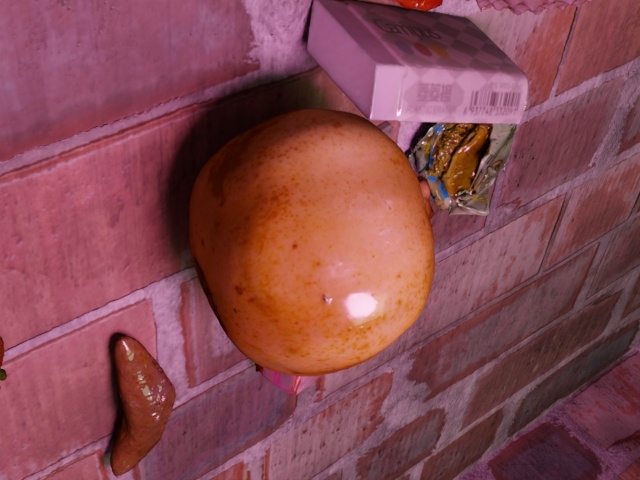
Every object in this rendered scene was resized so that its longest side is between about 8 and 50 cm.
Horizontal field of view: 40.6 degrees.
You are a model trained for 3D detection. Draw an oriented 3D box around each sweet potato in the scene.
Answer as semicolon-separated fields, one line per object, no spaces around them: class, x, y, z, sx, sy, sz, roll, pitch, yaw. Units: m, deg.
sweet potato;-0.314;0.290;1.537;0.114;0.092;0.342;-7;131;-23

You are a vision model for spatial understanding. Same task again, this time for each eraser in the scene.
eraser;0.168;-0.284;1.397;0.396;0.213;0.082;-8;141;-45

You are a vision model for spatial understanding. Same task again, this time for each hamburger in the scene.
hamburger;0.306;-0.166;1.721;0.276;0.150;0.261;12;114;-52

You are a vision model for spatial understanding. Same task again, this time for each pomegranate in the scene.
pomegranate;0.000;0.000;1.303;0.416;0.416;0.417;-30;143;-26

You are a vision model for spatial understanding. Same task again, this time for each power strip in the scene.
power strip;0.099;-0.189;1.580;0.083;0.017;0.027;-33;143;-23

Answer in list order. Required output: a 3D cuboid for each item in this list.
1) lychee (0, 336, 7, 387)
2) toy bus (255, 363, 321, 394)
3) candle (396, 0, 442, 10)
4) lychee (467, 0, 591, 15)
lychee;-0.489;0.158;1.182;0.114;0.114;0.146;-45;121;-5
toy bus;-0.044;0.148;1.658;0.127;0.147;0.303;-27;143;-38
candle;0.140;-0.398;1.383;0.162;0.048;0.053;-7;100;-43
lychee;0.337;-0.517;1.216;0.432;0.380;0.380;-35;150;15
